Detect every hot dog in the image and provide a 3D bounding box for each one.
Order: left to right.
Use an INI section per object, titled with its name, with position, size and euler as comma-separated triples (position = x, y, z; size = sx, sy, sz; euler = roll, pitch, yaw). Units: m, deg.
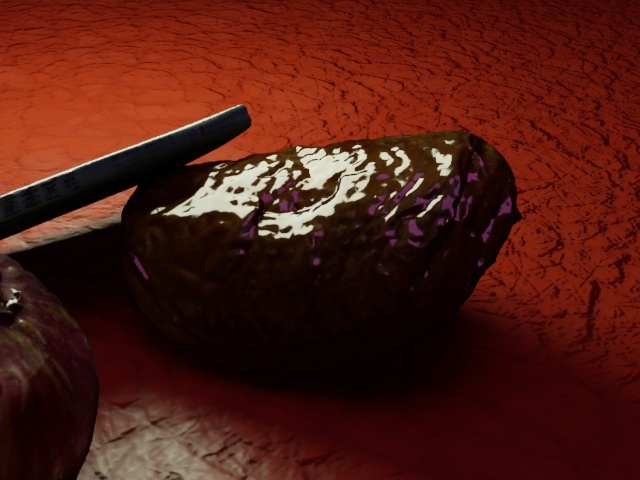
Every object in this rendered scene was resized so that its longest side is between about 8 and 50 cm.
[hot dog]
position = 0.000, 0.000, 0.842
size = 0.388, 0.174, 0.267
euler = -5, 31, 21

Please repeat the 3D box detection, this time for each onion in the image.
[onion]
position = -0.284, 0.122, 0.561
size = 0.256, 0.272, 0.230
euler = 14, 23, -4

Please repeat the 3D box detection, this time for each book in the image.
[book]
position = -0.279, -0.038, 0.894
size = 0.379, 0.031, 0.264
euler = -26, 5, -33
